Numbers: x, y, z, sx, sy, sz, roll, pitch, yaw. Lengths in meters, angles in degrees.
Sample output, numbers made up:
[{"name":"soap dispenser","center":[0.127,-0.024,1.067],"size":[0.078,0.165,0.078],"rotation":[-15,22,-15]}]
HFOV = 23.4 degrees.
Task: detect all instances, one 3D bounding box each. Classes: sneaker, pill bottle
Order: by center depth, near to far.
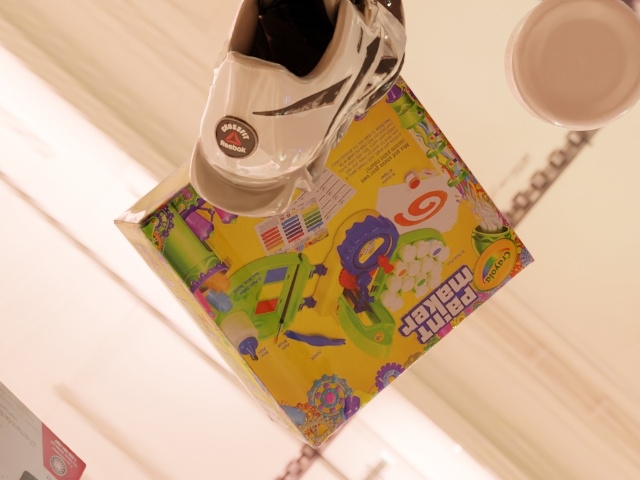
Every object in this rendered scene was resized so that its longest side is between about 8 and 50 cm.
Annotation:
[{"name":"sneaker","center":[0.001,-0.168,1.191],"size":[0.122,0.146,0.330],"rotation":[15,-140,7]},{"name":"pill bottle","center":[0.248,-0.177,1.526],"size":[0.131,0.131,0.229],"rotation":[38,-173,-1]}]

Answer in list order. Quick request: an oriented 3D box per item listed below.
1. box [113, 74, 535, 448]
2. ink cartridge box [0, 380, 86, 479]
[{"name":"box","center":[0.000,0.000,1.538],"size":[0.279,0.290,0.177],"rotation":[53,169,-11]},{"name":"ink cartridge box","center":[-0.254,0.196,1.153],"size":[0.109,0.063,0.150],"rotation":[49,-145,-22]}]
